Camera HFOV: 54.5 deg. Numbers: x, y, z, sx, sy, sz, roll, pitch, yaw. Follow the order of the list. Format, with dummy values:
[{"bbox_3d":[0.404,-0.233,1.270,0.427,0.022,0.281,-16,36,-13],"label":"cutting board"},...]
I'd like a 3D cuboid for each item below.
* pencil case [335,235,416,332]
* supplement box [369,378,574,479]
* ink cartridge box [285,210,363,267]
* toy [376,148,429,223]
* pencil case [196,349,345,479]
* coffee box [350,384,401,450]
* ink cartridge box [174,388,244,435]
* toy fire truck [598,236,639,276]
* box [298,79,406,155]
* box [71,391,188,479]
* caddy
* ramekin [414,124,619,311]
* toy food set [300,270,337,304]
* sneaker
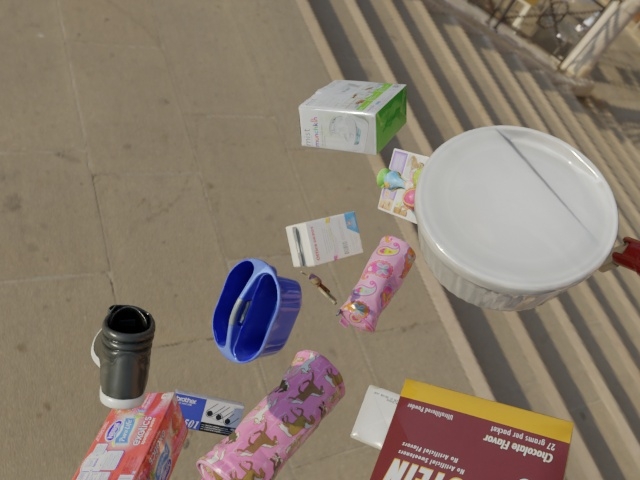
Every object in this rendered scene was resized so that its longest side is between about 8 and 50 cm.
[{"bbox_3d":[0.158,0.124,1.745,0.124,0.124,0.284,33,70,0],"label":"pencil case"},{"bbox_3d":[0.110,0.251,0.488,0.129,0.194,0.191,10,53,25],"label":"supplement box"},{"bbox_3d":[0.000,0.000,1.304,0.143,0.090,0.092,-13,92,-30],"label":"ink cartridge box"},{"bbox_3d":[0.195,-0.103,1.250,0.056,0.136,0.237,8,12,-36],"label":"toy"},{"bbox_3d":[-0.106,0.425,1.413,0.160,0.167,0.386,33,51,17],"label":"pencil case"},{"bbox_3d":[0.210,0.420,1.326,0.168,0.297,0.118,13,72,34],"label":"coffee box"},{"bbox_3d":[-0.336,0.508,1.827,0.207,0.046,0.097,16,88,-13],"label":"ink cartridge box"},{"bbox_3d":[0.559,0.002,0.987,0.217,0.246,0.158,-39,121,-11],"label":"toy fire truck"},{"bbox_3d":[0.097,-0.361,1.770,0.231,0.126,0.262,10,34,23],"label":"box"},{"bbox_3d":[-0.439,0.510,1.449,0.154,0.142,0.300,-4,30,10],"label":"box"},{"bbox_3d":[-0.215,0.224,1.977,0.241,0.341,0.179,29,13,35],"label":"caddy"},{"bbox_3d":[0.264,-0.023,0.888,0.273,0.127,0.272,0,60,0],"label":"ramekin"},{"bbox_3d":[0.003,0.115,1.571,0.122,0.078,0.019,43,91,11],"label":"toy food set"},{"bbox_3d":[-0.354,0.173,1.135,0.105,0.146,0.296,8,11,-22],"label":"sneaker"}]
